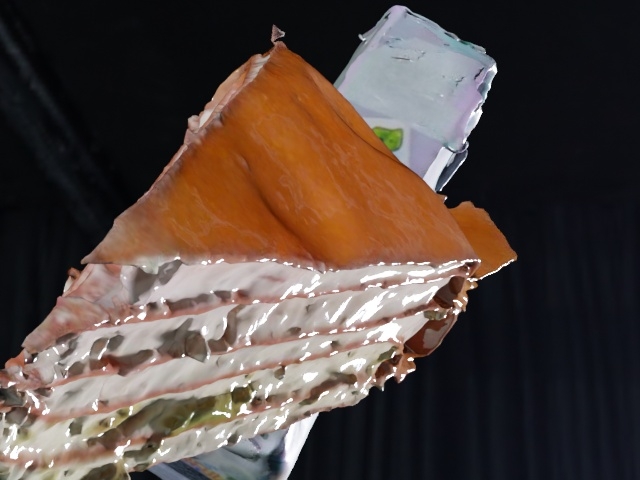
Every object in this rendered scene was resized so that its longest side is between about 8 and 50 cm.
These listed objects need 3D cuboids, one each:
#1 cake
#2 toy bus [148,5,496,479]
[{"bbox_3d":[-0.037,0.003,0.557,0.098,0.135,0.287,-39,-10,26],"label":"cake"},{"bbox_3d":[0.000,0.000,0.952,0.112,0.317,0.138,29,-33,1],"label":"toy bus"}]
